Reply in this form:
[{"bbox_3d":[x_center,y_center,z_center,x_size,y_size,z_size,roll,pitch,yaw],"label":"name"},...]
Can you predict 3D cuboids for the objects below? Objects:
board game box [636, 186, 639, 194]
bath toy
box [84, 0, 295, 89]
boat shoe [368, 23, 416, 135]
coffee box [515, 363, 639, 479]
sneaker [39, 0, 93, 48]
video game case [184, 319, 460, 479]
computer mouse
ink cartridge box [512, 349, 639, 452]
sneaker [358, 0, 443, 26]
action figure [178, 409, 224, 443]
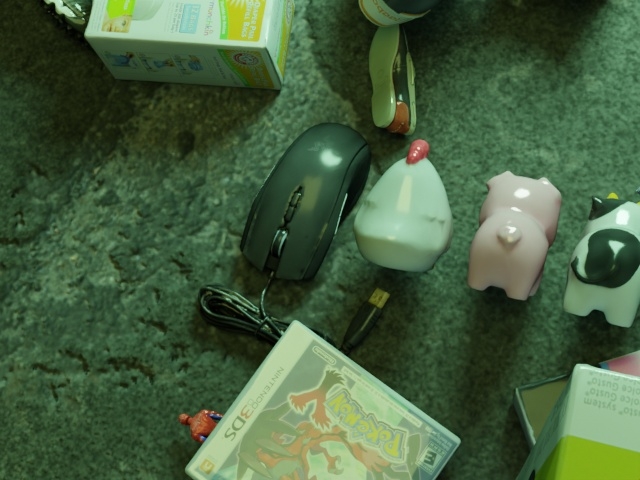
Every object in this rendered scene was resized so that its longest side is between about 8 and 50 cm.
[{"bbox_3d":[0.414,-0.069,0.984,0.035,0.201,0.136,-19,63,-45],"label":"board game box"},{"bbox_3d":[0.208,-0.009,1.005,0.348,0.151,0.128,13,98,12],"label":"bath toy"},{"bbox_3d":[-0.139,-0.244,1.157,0.203,0.103,0.114,6,73,10],"label":"box"},{"bbox_3d":[0.083,-0.180,1.137,0.043,0.049,0.137,14,66,-32],"label":"boat shoe"},{"bbox_3d":[0.259,0.309,0.598,0.338,0.337,0.334,12,67,10],"label":"coffee box"},{"bbox_3d":[-0.304,-0.327,1.222,0.106,0.078,0.234,-40,69,-3],"label":"sneaker"},{"bbox_3d":[0.002,0.208,1.005,0.201,0.023,0.183,35,85,7],"label":"video game case"},{"bbox_3d":[0.000,0.000,1.079,0.184,0.060,0.262,28,78,17],"label":"computer mouse"},{"bbox_3d":[0.318,0.285,0.940,0.176,0.069,0.370,-18,73,2],"label":"ink cartridge box"},{"bbox_3d":[0.112,-0.369,1.149,0.126,0.127,0.321,35,51,-20],"label":"sneaker"},{"bbox_3d":[-0.090,0.198,1.043,0.115,0.030,0.038,22,72,8],"label":"action figure"}]
